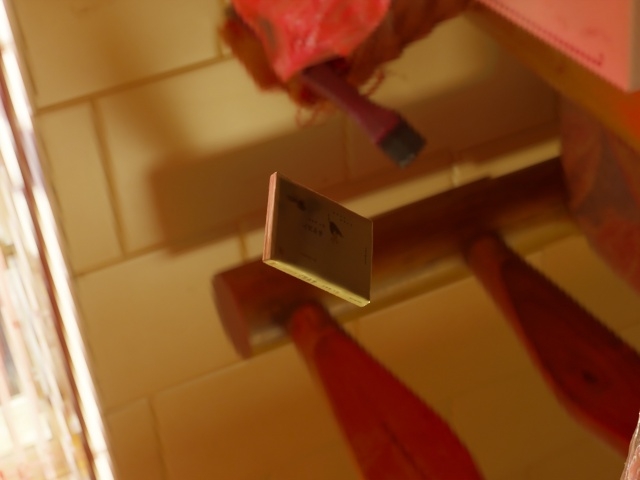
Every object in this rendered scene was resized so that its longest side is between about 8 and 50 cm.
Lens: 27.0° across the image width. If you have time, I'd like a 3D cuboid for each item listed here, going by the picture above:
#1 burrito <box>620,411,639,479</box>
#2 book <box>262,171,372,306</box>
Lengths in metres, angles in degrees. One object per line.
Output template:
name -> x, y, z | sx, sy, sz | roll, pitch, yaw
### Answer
burrito -> 0.184, 0.163, 0.734 | 0.059, 0.275, 0.082 | 16, 164, 19
book -> 0.000, 0.000, 1.065 | 0.014, 0.111, 0.077 | -22, 54, 41
